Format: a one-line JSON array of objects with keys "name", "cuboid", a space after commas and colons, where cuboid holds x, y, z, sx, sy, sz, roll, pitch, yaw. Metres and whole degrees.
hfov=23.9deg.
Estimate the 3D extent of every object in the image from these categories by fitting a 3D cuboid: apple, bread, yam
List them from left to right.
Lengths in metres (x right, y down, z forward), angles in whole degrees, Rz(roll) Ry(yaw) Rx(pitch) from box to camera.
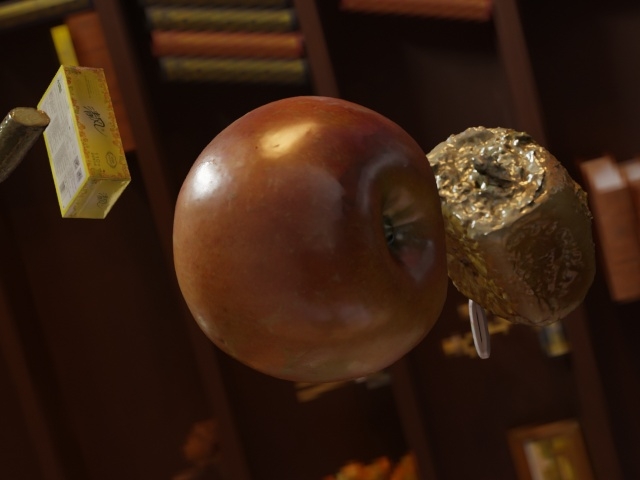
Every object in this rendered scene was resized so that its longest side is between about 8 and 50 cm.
[{"name": "yam", "cuboid": [-0.321, -0.102, 1.565, 0.043, 0.094, 0.043, 30, -149, -21]}, {"name": "apple", "cuboid": [0.000, 0.000, 1.333, 0.253, 0.254, 0.253, -15, -90, -88]}, {"name": "bread", "cuboid": [0.233, -0.031, 1.833, 0.195, 0.176, 0.246, 34, 162, 44]}]

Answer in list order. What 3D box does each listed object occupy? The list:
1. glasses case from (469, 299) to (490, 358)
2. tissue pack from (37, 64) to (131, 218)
[{"name": "glasses case", "cuboid": [0.206, 0.112, 1.954, 0.032, 0.021, 0.083, 12, -111, -85]}, {"name": "tissue pack", "cuboid": [-0.301, -0.125, 1.922, 0.095, 0.062, 0.176, -49, 49, 45]}]
